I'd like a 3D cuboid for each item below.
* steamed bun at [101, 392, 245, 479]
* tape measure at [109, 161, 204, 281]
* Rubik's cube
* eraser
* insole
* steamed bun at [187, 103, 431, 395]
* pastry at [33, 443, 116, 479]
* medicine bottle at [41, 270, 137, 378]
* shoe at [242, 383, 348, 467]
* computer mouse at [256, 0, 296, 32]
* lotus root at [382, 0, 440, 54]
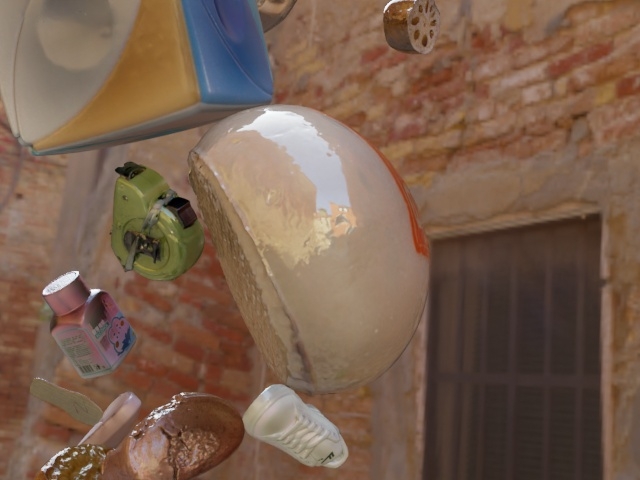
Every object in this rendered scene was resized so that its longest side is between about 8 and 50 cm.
[{"bbox_3d":[-0.202,0.270,1.227,0.175,0.106,0.145,-26,-2,-36],"label":"steamed bun"},{"bbox_3d":[-0.256,-0.011,1.434,0.154,0.177,0.087,24,37,13],"label":"tape measure"},{"bbox_3d":[-0.305,-0.340,1.503,0.347,0.352,0.351,-11,9,18],"label":"Rubik's cube"},{"bbox_3d":[-0.390,0.353,1.698,0.059,0.204,0.243,45,-48,-6],"label":"eraser"},{"bbox_3d":[-0.554,0.354,2.032,0.188,0.064,0.004,24,12,6],"label":"insole"},{"bbox_3d":[0.000,0.000,1.144,0.241,0.374,0.374,-24,-8,-9],"label":"steamed bun"},{"bbox_3d":[-0.350,0.444,1.464,0.235,0.132,0.240,44,28,22],"label":"pastry"},{"bbox_3d":[-0.446,0.156,1.771,0.094,0.119,0.188,-16,-65,27],"label":"medicine bottle"},{"bbox_3d":[-0.041,0.420,2.002,0.160,0.132,0.363,39,-3,26],"label":"shoe"},{"bbox_3d":[-0.157,-0.551,2.146,0.389,0.199,0.115,-6,-19,31],"label":"computer mouse"},{"bbox_3d":[0.175,-0.422,1.820,0.081,0.112,0.122,6,-33,31],"label":"lotus root"}]
